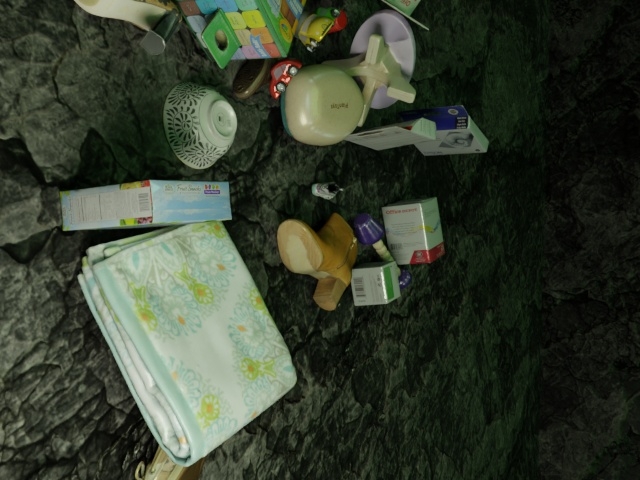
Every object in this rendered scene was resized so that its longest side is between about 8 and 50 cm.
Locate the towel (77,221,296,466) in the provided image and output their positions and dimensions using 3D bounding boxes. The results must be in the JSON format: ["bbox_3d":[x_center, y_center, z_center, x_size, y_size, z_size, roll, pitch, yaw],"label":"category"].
[{"bbox_3d":[-0.210,0.148,1.173,0.320,0.090,0.375,-24,87,-55],"label":"towel"}]

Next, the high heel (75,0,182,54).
[{"bbox_3d":[-0.350,-0.445,1.166,0.261,0.093,0.186,45,23,-26],"label":"high heel"}]

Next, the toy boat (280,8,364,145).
[{"bbox_3d":[-0.007,-0.385,1.612,0.267,0.148,0.318,-9,101,-52],"label":"toy boat"}]

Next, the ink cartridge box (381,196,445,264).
[{"bbox_3d":[0.272,-0.030,1.980,0.127,0.128,0.176,-23,105,-56],"label":"ink cartridge box"}]

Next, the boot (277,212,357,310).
[{"bbox_3d":[0.001,0.000,1.608,0.295,0.104,0.211,63,34,-38],"label":"boot"}]

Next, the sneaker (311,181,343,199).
[{"bbox_3d":[0.031,-0.124,1.679,0.098,0.069,0.038,-3,89,-57],"label":"sneaker"}]

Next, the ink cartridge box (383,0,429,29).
[{"bbox_3d":[0.136,-0.673,1.665,0.207,0.353,0.119,2,128,-57],"label":"ink cartridge box"}]

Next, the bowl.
[{"bbox_3d":[-0.214,-0.227,1.311,0.170,0.080,0.170,8,80,-56],"label":"bowl"}]

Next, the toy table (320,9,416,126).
[{"bbox_3d":[0.140,-0.432,1.746,0.161,0.252,0.274,-59,154,-44],"label":"toy table"}]

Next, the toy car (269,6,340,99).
[{"bbox_3d":[-0.023,-0.432,1.440,0.053,0.239,0.225,37,50,-11],"label":"toy car"}]

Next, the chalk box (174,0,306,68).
[{"bbox_3d":[-0.151,-0.469,1.318,0.180,0.179,0.289,59,39,-54],"label":"chalk box"}]

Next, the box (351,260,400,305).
[{"bbox_3d":[0.144,0.112,1.793,0.087,0.102,0.101,-18,100,-58],"label":"box"}]

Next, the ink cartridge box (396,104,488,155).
[{"bbox_3d":[0.373,-0.331,2.084,0.224,0.223,0.045,34,64,-49],"label":"ink cartridge box"}]

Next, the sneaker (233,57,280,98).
[{"bbox_3d":[-0.127,-0.362,1.474,0.071,0.066,0.188,57,44,-44],"label":"sneaker"}]

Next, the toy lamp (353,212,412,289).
[{"bbox_3d":[0.168,0.030,1.865,0.275,0.080,0.080,56,43,-39],"label":"toy lamp"}]

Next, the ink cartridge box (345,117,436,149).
[{"bbox_3d":[0.177,-0.294,1.812,0.232,0.189,0.066,10,77,-55],"label":"ink cartridge box"}]

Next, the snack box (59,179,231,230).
[{"bbox_3d":[-0.276,-0.055,1.080,0.174,0.207,0.070,-5,91,-58],"label":"snack box"}]

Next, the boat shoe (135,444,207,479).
[{"bbox_3d":[-0.255,0.379,1.187,0.105,0.089,0.285,86,24,-52],"label":"boat shoe"}]
